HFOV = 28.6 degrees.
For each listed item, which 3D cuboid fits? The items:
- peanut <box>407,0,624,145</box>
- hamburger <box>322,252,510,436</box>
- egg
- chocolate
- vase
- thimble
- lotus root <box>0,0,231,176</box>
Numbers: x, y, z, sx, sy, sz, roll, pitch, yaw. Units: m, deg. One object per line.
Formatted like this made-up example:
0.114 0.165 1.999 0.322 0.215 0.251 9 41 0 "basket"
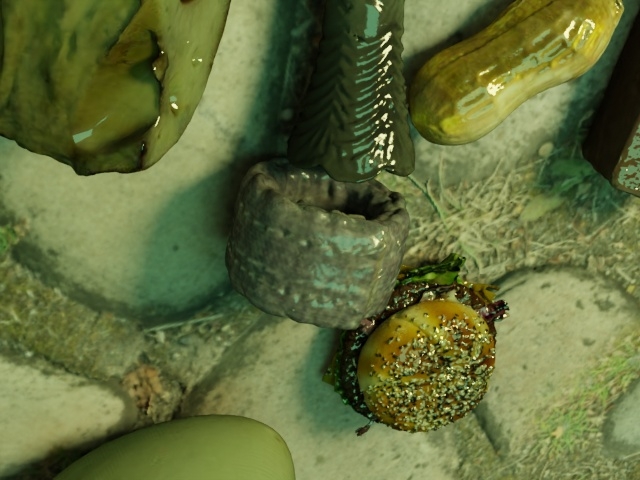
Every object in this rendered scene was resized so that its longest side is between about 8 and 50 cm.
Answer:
0.165 -0.153 1.064 0.206 0.087 0.087 -35 125 -1 "peanut"
0.096 0.103 1.173 0.164 0.093 0.189 2 115 -23 "hamburger"
-0.142 0.273 1.091 0.295 0.218 0.218 -41 125 -7 "egg"
0.337 -0.177 1.115 0.112 0.112 0.321 9 114 -18 "chocolate"
0.035 -0.175 0.990 0.115 0.115 0.237 -5 116 -21 "vase"
-0.002 -0.001 1.042 0.150 0.150 0.098 5 115 -25 "thimble"
-0.156 -0.218 0.873 0.210 0.142 0.314 24 116 7 "lotus root"
